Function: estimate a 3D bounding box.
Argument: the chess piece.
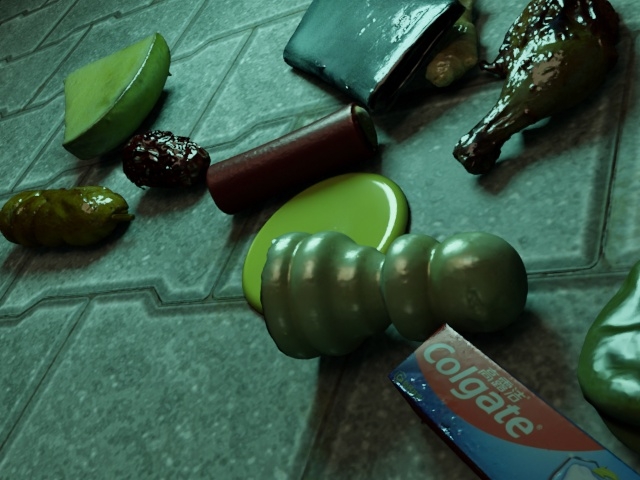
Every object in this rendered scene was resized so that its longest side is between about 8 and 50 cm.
[{"bbox_3d":[0.076,0.048,0.766,0.243,0.133,0.133,-6,46,30],"label":"chess piece"}]

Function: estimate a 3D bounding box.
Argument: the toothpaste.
[{"bbox_3d":[0.170,0.174,0.588,0.076,0.066,0.320,-42,36,-7],"label":"toothpaste"}]

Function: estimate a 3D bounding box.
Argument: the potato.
[{"bbox_3d":[-0.407,-0.238,1.506,0.269,0.112,0.255,-16,44,31],"label":"potato"}]

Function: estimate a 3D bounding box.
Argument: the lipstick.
[{"bbox_3d":[-0.040,-0.108,1.071,0.241,0.080,0.080,-21,39,22],"label":"lipstick"}]

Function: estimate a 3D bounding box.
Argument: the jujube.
[{"bbox_3d":[-0.242,-0.129,1.261,0.166,0.104,0.104,7,54,29],"label":"jujube"}]

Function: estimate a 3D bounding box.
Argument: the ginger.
[{"bbox_3d":[0.182,-0.311,1.124,0.089,0.075,0.288,-23,42,27],"label":"ginger"}]

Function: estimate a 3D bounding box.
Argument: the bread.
[{"bbox_3d":[-0.423,-0.045,1.322,0.344,0.084,0.124,0,50,40],"label":"bread"}]

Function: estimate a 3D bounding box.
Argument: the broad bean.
[{"bbox_3d":[0.276,0.079,0.613,0.153,0.072,0.206,-5,35,33],"label":"broad bean"}]

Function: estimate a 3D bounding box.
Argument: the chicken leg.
[{"bbox_3d":[0.258,-0.212,0.944,0.177,0.083,0.322,-19,37,38],"label":"chicken leg"}]

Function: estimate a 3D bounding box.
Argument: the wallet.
[{"bbox_3d":[0.056,-0.311,1.186,0.190,0.046,0.379,-53,31,5],"label":"wallet"}]

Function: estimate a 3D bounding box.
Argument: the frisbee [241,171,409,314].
[{"bbox_3d":[0.000,0.000,0.969,0.236,0.017,0.236,-23,39,20],"label":"frisbee"}]
